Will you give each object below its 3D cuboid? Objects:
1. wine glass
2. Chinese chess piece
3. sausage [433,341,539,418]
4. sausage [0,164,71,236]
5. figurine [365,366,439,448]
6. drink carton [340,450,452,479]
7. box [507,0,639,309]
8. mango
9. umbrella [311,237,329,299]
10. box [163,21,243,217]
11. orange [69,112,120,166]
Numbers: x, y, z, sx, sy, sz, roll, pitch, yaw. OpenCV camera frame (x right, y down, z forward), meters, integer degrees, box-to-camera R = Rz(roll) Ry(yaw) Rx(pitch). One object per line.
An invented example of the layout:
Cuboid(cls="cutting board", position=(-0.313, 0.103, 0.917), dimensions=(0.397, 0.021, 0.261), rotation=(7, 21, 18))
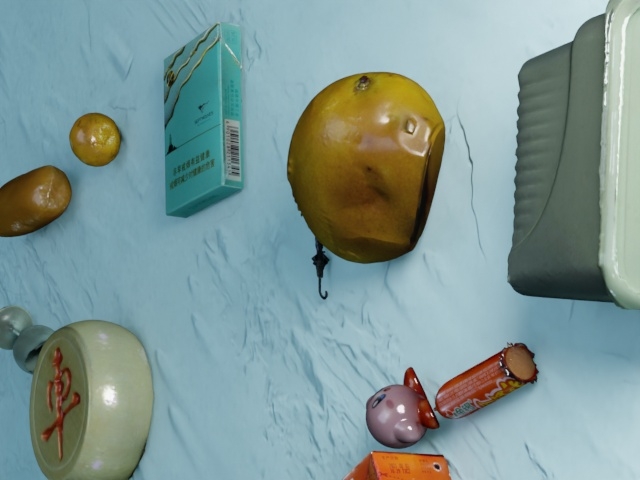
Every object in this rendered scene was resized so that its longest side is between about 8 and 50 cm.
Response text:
Cuboid(cls="wine glass", position=(-0.458, 0.163, 2.569), dimensions=(0.195, 0.079, 0.079), rotation=(24, 104, 58))
Cuboid(cls="Chinese chess piece", position=(-0.334, 0.238, 2.337), dimensions=(0.251, 0.097, 0.251), rotation=(-16, 71, 56))
Cuboid(cls="sausage", position=(0.155, 0.146, 1.617), dimensions=(0.048, 0.050, 0.145), rotation=(50, 139, -3))
Cuboid(cls="sausage", position=(-0.476, -0.058, 2.636), dimensions=(0.238, 0.098, 0.098), rotation=(-16, 70, 54))
Cuboid(cls="figurine", position=(0.083, 0.185, 1.704), dimensions=(0.067, 0.071, 0.083), rotation=(63, -179, -33))
Cuboid(cls="drink carton", position=(0.043, 0.304, 1.716), dimensions=(0.223, 0.096, 0.071), rotation=(-48, 45, 42))
Cuboid(cls="box", position=(0.255, -0.072, 1.428), dimensions=(0.178, 0.138, 0.274), rotation=(-8, 77, 62))
Cuboid(cls="mango", position=(0.047, -0.076, 1.749), dimensions=(0.136, 0.166, 0.236), rotation=(-55, -22, -48))
Cuboid(cls="umbrella", position=(-0.002, -0.001, 1.927), dimensions=(0.022, 0.022, 0.149), rotation=(-17, 67, 28))
Cuboid(cls="box", position=(-0.158, -0.161, 2.190), dimensions=(0.162, 0.041, 0.229), rotation=(-24, 64, 54))
Cuboid(cls="orange", position=(-0.340, -0.152, 2.444), dimensions=(0.070, 0.083, 0.083), rotation=(-13, 72, 47))
